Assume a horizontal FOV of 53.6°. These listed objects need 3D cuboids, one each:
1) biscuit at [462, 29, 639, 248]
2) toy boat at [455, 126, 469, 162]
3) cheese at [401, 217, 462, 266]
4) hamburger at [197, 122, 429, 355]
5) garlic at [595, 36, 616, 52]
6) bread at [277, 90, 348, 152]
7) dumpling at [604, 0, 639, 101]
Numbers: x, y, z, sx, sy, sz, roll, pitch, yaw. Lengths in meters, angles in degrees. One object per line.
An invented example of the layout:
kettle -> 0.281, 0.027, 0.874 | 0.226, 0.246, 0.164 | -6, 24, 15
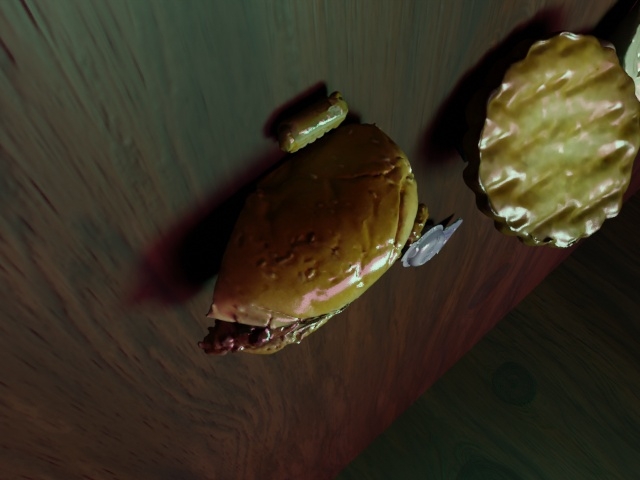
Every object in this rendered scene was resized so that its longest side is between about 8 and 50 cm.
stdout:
biscuit -> 0.347, -0.149, 0.972 | 0.326, 0.107, 0.325 | -6, 104, -24
toy boat -> 0.281, -0.177, 1.031 | 0.137, 0.061, 0.060 | -41, 157, -13
cheese -> 0.214, 0.006, 1.243 | 0.191, 0.042, 0.105 | -13, 142, -53
hamburger -> 0.000, 0.000, 0.724 | 0.155, 0.245, 0.282 | 75, 17, -58
garlic -> 0.424, -0.241, 1.116 | 0.228, 0.110, 0.217 | -25, 153, -41
bread -> -0.010, -0.123, 0.661 | 0.088, 0.033, 0.049 | -34, 169, -17
dumpling -> 0.572, -0.339, 1.157 | 0.166, 0.126, 0.215 | -20, 140, -64
